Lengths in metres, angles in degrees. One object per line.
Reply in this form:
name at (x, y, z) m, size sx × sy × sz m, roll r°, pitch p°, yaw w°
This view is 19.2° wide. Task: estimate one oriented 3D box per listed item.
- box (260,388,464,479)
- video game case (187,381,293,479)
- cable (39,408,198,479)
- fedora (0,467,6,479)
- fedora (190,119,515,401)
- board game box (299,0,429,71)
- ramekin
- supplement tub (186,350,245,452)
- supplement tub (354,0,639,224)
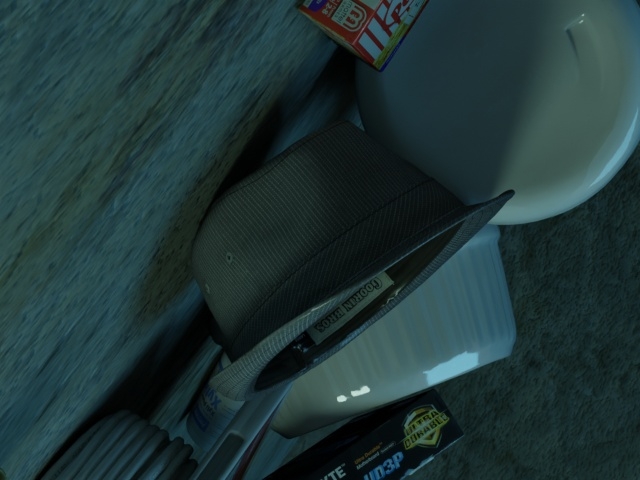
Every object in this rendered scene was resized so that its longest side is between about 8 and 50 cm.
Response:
box at (0.008, 0.205, 1.627) m, size 0.175 × 0.051 × 0.220 m, roll -32°, pitch 179°, yaw -20°
video game case at (-0.122, 0.247, 1.470) m, size 0.285 × 0.025 × 0.204 m, roll -53°, pitch 173°, yaw -40°
cable at (-0.194, 0.252, 1.465) m, size 0.257 × 0.089 × 0.257 m, roll -55°, pitch 174°, yaw -22°
fedora at (-0.226, 0.228, 1.132) m, size 0.194 × 0.079 × 0.194 m, roll -56°, pitch 174°, yaw -8°
fedora at (0.000, 0.000, 1.357) m, size 0.244 × 0.124 × 0.275 m, roll -32°, pitch 170°, yaw -29°
board game box at (0.054, -0.194, 1.278) m, size 0.146 × 0.045 × 0.193 m, roll -57°, pitch 173°, yaw 4°
ramekin at (0.046, 0.080, 1.657) m, size 0.273 × 0.127 × 0.273 m, roll -20°, pitch 175°, yaw -2°
supplement tub at (-0.084, 0.158, 1.899) m, size 0.107 × 0.071 × 0.071 m, roll -60°, pitch 173°, yaw 31°
supplement tub at (0.159, -0.132, 1.551) m, size 0.228 × 0.228 × 0.316 m, roll -57°, pitch 173°, yaw 8°
